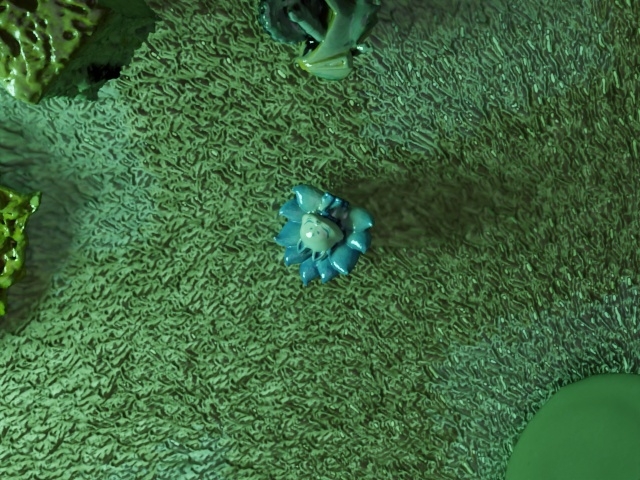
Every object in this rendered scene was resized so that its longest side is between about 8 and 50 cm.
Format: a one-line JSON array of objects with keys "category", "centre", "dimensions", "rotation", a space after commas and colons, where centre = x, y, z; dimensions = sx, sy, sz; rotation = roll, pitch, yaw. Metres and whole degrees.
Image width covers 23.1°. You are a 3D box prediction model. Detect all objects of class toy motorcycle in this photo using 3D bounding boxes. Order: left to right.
[{"category": "toy motorcycle", "centre": [0.042, -0.255, 1.653], "dimensions": [0.229, 0.094, 0.129], "rotation": [-32, 115, -17]}]

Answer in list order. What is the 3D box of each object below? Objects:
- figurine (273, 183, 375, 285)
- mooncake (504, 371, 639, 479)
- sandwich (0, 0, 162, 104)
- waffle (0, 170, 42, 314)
[{"category": "figurine", "centre": [0.000, 0.000, 1.710], "dimensions": [0.114, 0.079, 0.114], "rotation": [0, 90, 9]}, {"category": "mooncake", "centre": [0.336, 0.284, 1.774], "dimensions": [0.275, 0.275, 0.135], "rotation": [-46, 125, 2]}, {"category": "sandwich", "centre": [-0.315, -0.247, 1.472], "dimensions": [0.325, 0.262, 0.131], "rotation": [29, 105, -21]}, {"category": "waffle", "centre": [-0.427, 0.002, 1.626], "dimensions": [0.245, 0.052, 0.254], "rotation": [21, 100, -19]}]
